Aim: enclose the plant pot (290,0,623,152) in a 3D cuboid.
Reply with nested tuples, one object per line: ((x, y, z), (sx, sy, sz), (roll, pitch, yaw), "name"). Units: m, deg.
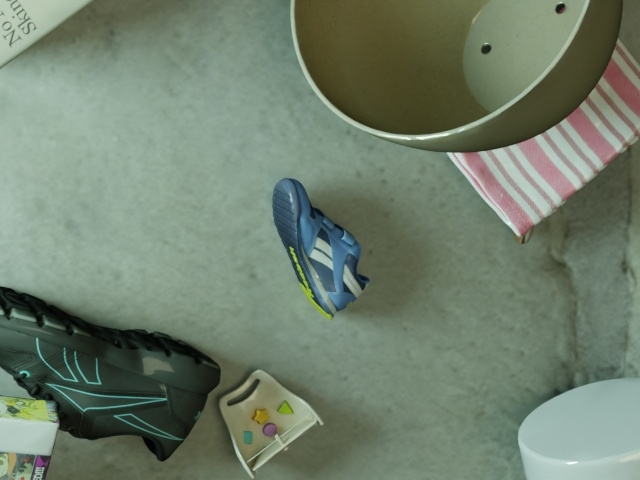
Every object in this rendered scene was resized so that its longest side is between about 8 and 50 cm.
((0.143, -0.193, 1.665), (0.191, 0.284, 0.284), (28, 92, -56), "plant pot")

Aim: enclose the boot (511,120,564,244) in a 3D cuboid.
((0.219, -0.061, 1.826), (0.087, 0.042, 0.118), (-11, 107, -21), "boot")

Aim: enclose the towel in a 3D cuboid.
((0.212, -0.117, 1.787), (0.197, 0.029, 0.144), (-40, 91, -8), "towel")

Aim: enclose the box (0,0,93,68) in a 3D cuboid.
((-0.202, -0.258, 1.583), (0.275, 0.094, 0.113), (-39, 113, -9), "box")

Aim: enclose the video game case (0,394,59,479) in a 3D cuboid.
((-0.347, 0.228, 1.638), (0.210, 0.042, 0.232), (9, 115, -19), "video game case")

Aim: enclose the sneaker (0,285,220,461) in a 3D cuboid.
((-0.215, 0.115, 1.667), (0.267, 0.101, 0.106), (20, 97, -24), "sneaker")

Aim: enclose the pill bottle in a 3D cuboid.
((0.311, 0.329, 1.865), (0.210, 0.210, 0.363), (-22, 110, -15), "pill bottle")

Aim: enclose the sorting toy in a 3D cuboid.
((-0.054, 0.161, 1.775), (0.083, 0.045, 0.075), (-37, 106, -9), "sorting toy")

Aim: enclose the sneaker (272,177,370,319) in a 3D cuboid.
((0.000, 0.000, 1.750), (0.059, 0.053, 0.144), (-28, 120, -12), "sneaker")
